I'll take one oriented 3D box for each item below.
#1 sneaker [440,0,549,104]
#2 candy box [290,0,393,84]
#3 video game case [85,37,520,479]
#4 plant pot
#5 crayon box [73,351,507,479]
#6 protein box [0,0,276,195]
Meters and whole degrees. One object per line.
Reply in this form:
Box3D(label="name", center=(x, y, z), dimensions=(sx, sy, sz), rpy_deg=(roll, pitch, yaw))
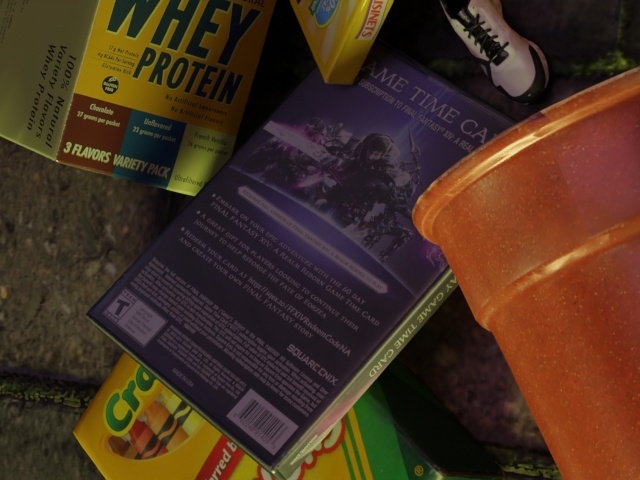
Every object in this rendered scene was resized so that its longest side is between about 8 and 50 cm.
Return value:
Box3D(label="sneaker", center=(0.108, -0.131, 1.219), dimensions=(0.040, 0.043, 0.109), rpy_deg=(-46, 59, 22))
Box3D(label="candy box", center=(0.032, -0.210, 1.218), dimensions=(0.206, 0.027, 0.105), rpy_deg=(-63, 39, 41))
Box3D(label="video game case", center=(0.000, 0.000, 1.220), dimensions=(0.274, 0.026, 0.196), rpy_deg=(-47, 53, -10))
Box3D(label="plant pot", center=(0.219, 0.063, 0.970), dimensions=(0.272, 0.272, 0.265), rpy_deg=(-29, 73, 33))
Box3D(label="crayon box", center=(-0.044, 0.129, 1.278), dimensions=(0.318, 0.081, 0.202), rpy_deg=(46, 112, 35))
Box3D(label="protein box", center=(-0.149, -0.155, 1.347), dimensions=(0.201, 0.136, 0.200), rpy_deg=(23, 98, 55))
